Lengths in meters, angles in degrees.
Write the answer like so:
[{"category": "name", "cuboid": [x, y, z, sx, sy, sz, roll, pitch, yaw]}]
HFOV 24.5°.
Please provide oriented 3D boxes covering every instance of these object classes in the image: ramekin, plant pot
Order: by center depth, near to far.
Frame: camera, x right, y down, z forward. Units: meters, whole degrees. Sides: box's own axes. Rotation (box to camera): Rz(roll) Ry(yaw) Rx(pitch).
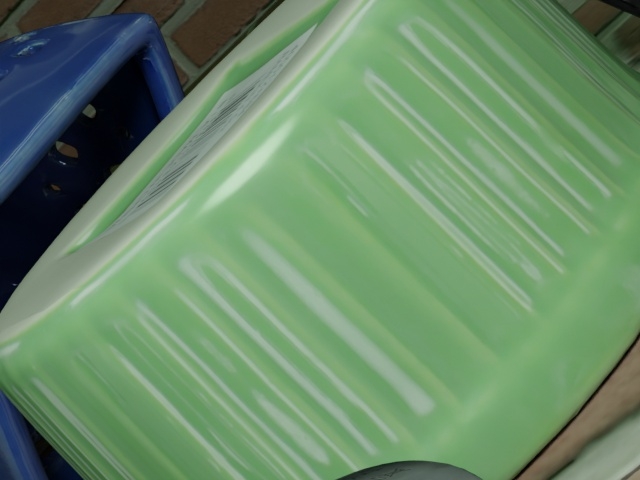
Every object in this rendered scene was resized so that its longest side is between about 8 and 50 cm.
[{"category": "ramekin", "cuboid": [0.000, 0.000, 0.629, 0.303, 0.148, 0.303, -43, 13, 12]}, {"category": "plant pot", "cuboid": [-0.206, 0.016, 0.883, 0.212, 0.236, 0.236, 7, 40, 27]}]

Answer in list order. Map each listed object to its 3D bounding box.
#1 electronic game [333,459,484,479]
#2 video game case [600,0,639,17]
[{"category": "electronic game", "cuboid": [-0.021, 0.160, 0.415, 0.229, 0.048, 0.229, -42, 20, 20]}, {"category": "video game case", "cuboid": [0.125, -0.165, 0.551, 0.275, 0.248, 0.035, -19, 56, 64]}]
